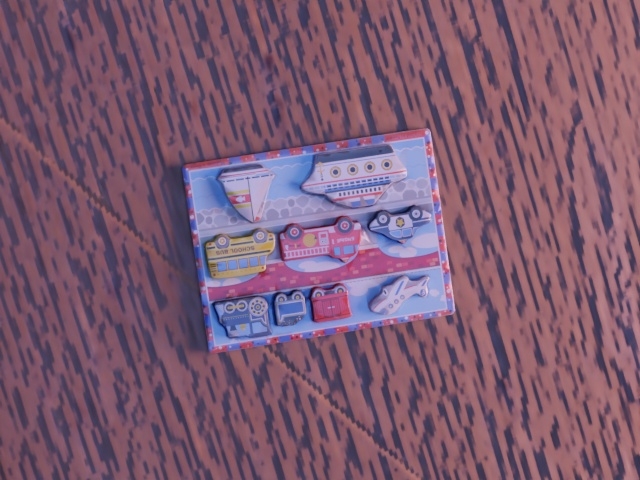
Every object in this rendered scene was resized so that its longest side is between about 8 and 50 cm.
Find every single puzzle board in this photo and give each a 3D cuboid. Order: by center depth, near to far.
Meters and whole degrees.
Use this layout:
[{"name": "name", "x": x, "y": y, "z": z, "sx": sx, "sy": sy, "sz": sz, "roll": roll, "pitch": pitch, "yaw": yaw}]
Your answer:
[{"name": "puzzle board", "x": 0.000, "y": 0.000, "z": 0.848, "sx": 0.128, "sy": 0.011, "sz": 0.096, "roll": -9, "pitch": 95, "yaw": -8}]
